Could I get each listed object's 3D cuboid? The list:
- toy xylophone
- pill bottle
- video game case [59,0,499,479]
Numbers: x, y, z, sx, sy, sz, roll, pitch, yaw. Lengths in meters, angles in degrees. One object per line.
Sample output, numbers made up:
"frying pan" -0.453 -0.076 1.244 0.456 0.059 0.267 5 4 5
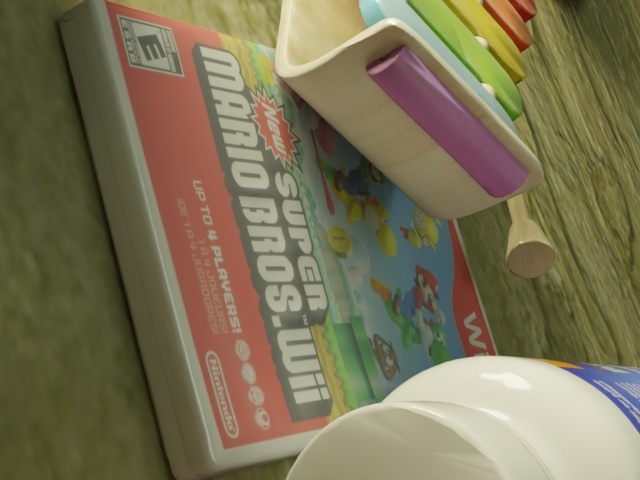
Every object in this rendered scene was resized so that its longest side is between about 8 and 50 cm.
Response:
"toy xylophone" 0.068 -0.122 0.689 0.236 0.081 0.323 36 33 -33
"pill bottle" 0.101 0.129 0.547 0.272 0.152 0.152 13 59 -55
"video game case" 0.000 0.000 0.599 0.285 0.025 0.204 3 68 -58
